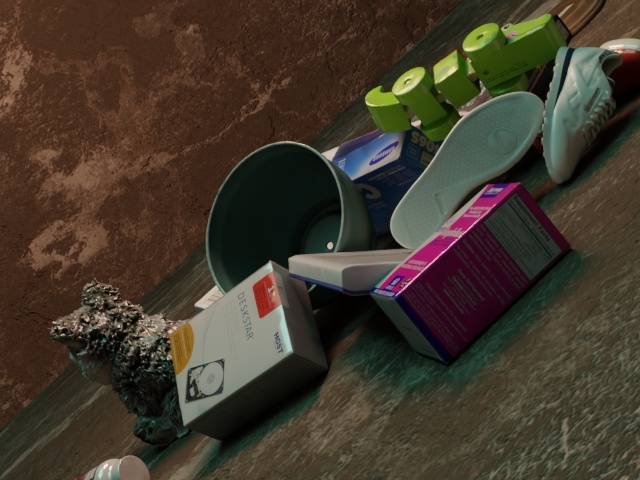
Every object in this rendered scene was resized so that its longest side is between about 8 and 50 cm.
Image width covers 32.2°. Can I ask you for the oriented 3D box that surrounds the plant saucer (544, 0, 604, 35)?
[{"bbox_3d":[0.519,-0.474,2.518,0.278,0.041,0.278,-38,10,8],"label":"plant saucer"}]

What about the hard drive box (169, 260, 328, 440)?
[{"bbox_3d":[-0.117,0.174,1.734,0.232,0.089,0.181,-36,47,22],"label":"hard drive box"}]

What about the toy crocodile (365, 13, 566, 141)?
[{"bbox_3d":[0.226,-0.262,1.767,0.340,0.115,0.105,-27,34,26],"label":"toy crocodile"}]

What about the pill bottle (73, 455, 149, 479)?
[{"bbox_3d":[-0.352,0.411,1.814,0.152,0.086,0.086,-33,13,32],"label":"pill bottle"}]

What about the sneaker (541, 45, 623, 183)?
[{"bbox_3d":[0.383,-0.190,1.631,0.094,0.090,0.235,7,65,20],"label":"sneaker"}]

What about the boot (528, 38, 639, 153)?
[{"bbox_3d":[0.415,-0.215,1.744,0.176,0.088,0.244,-55,18,-26],"label":"boot"}]

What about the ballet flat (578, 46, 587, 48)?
[{"bbox_3d":[0.322,-0.246,2.032,0.409,0.147,0.147,-36,11,16],"label":"ballet flat"}]

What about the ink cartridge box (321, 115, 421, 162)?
[{"bbox_3d":[0.096,-0.192,2.229,0.308,0.091,0.385,-24,-13,-22],"label":"ink cartridge box"}]

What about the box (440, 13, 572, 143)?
[{"bbox_3d":[0.303,-0.269,1.878,0.183,0.059,0.233,-9,41,54],"label":"box"}]

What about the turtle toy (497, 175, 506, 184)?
[{"bbox_3d":[0.274,-0.116,1.811,0.130,0.066,0.095,-55,15,19],"label":"turtle toy"}]

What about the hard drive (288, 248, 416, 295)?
[{"bbox_3d":[0.090,0.042,1.600,0.210,0.040,0.318,-3,3,-14],"label":"hard drive"}]

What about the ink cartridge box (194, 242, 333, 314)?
[{"bbox_3d":[-0.069,0.086,2.144,0.239,0.060,0.275,13,43,39],"label":"ink cartridge box"}]

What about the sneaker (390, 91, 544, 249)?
[{"bbox_3d":[0.228,-0.101,1.688,0.296,0.104,0.147,-48,-16,6],"label":"sneaker"}]

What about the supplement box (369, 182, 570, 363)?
[{"bbox_3d":[0.188,0.038,1.401,0.220,0.114,0.111,-41,10,-10],"label":"supplement box"}]

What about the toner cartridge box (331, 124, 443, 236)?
[{"bbox_3d":[0.110,-0.095,2.009,0.348,0.165,0.075,-24,46,55],"label":"toner cartridge box"}]

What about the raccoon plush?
[{"bbox_3d":[-0.258,0.151,1.967,0.446,0.299,0.216,-36,11,22],"label":"raccoon plush"}]

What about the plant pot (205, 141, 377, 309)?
[{"bbox_3d":[-0.024,-0.004,1.915,0.293,0.293,0.196,-35,-30,26],"label":"plant pot"}]
